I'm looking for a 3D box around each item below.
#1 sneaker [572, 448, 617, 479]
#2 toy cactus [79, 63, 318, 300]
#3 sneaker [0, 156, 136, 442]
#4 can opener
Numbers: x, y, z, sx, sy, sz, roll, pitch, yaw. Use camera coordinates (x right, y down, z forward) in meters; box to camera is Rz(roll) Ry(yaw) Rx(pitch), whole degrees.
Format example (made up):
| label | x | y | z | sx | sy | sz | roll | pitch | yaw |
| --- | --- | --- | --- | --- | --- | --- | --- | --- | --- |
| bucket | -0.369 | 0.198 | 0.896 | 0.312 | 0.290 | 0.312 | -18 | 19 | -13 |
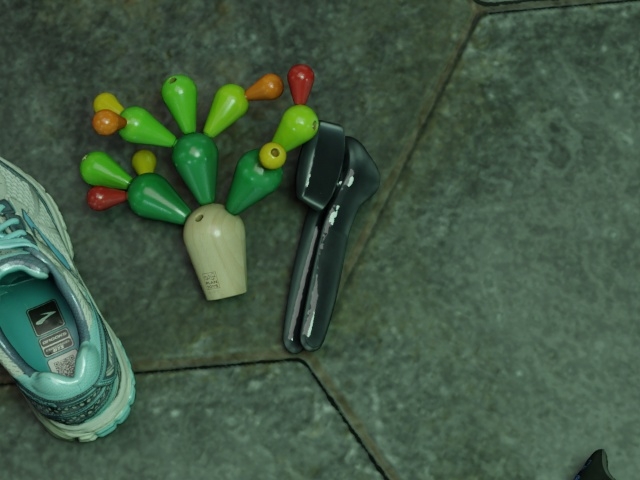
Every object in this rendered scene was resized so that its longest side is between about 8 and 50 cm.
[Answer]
| label | x | y | z | sx | sy | sz | roll | pitch | yaw |
| --- | --- | --- | --- | --- | --- | --- | --- | --- | --- |
| sneaker | 0.287 | 0.228 | 1.173 | 0.232 | 0.081 | 0.090 | 20 | 80 | 11 |
| toy cactus | -0.092 | -0.044 | 1.267 | 0.219 | 0.112 | 0.180 | -12 | 92 | 16 |
| sneaker | -0.236 | 0.019 | 1.248 | 0.110 | 0.122 | 0.283 | -35 | 73 | -9 |
| can opener | 0.000 | 0.000 | 1.283 | 0.073 | 0.059 | 0.186 | 14 | 81 | -20 |
